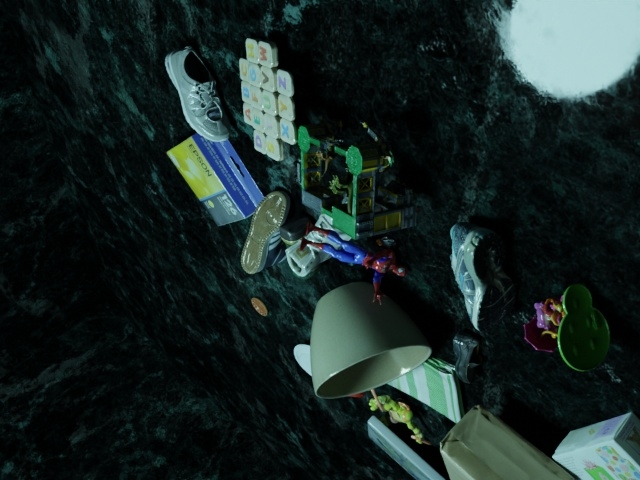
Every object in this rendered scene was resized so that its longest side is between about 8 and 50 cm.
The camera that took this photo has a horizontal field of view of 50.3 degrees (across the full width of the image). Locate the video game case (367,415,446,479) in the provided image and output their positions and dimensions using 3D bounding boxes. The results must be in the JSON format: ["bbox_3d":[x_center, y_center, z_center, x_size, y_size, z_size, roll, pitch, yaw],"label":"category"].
[{"bbox_3d":[0.293,0.740,2.308,0.329,0.036,0.300,39,164,20],"label":"video game case"}]

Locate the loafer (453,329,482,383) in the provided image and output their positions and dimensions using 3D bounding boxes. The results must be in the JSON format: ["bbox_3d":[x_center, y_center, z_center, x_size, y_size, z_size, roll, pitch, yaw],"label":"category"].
[{"bbox_3d":[0.380,0.306,1.736,0.061,0.062,0.170,17,138,39],"label":"loafer"}]

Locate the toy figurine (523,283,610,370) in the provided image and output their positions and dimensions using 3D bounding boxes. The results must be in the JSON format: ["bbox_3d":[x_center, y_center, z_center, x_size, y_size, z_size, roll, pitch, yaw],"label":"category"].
[{"bbox_3d":[0.483,0.172,1.404,0.159,0.130,0.173,-5,98,67],"label":"toy figurine"}]

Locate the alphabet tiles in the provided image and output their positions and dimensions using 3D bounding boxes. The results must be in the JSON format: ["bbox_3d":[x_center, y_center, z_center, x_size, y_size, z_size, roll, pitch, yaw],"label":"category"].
[{"bbox_3d":[-0.134,-0.341,1.651,0.278,0.021,0.284,35,135,52],"label":"alphabet tiles"}]

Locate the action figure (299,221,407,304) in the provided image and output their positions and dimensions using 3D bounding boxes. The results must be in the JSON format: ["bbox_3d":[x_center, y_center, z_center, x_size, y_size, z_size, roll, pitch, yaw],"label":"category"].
[{"bbox_3d":[0.086,0.058,1.705,0.280,0.139,0.091,17,129,-7],"label":"action figure"}]

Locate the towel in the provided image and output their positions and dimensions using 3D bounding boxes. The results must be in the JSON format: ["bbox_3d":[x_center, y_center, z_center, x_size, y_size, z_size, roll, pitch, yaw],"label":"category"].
[{"bbox_3d":[0.278,0.400,2.011,0.325,0.038,0.248,21,140,42],"label":"towel"}]

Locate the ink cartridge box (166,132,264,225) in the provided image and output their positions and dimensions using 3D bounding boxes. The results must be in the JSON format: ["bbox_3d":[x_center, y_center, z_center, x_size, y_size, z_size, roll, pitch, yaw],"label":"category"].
[{"bbox_3d":[-0.330,-0.197,2.152,0.303,0.072,0.307,58,152,-12],"label":"ink cartridge box"}]

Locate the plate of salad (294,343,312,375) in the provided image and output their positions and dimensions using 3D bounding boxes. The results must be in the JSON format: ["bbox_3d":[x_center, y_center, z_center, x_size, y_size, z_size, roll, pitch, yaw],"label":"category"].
[{"bbox_3d":[-0.008,0.440,2.453,0.200,0.048,0.200,25,142,21],"label":"plate of salad"}]

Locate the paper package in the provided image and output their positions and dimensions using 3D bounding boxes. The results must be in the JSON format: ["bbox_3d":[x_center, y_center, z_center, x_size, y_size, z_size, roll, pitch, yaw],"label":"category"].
[{"bbox_3d":[0.481,0.618,1.746,0.309,0.168,0.325,37,163,33],"label":"paper package"}]

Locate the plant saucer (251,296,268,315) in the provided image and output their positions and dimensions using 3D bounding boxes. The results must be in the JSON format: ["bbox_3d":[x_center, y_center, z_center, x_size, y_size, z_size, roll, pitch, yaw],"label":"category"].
[{"bbox_3d":[-0.228,0.248,2.575,0.083,0.013,0.083,34,147,26],"label":"plant saucer"}]

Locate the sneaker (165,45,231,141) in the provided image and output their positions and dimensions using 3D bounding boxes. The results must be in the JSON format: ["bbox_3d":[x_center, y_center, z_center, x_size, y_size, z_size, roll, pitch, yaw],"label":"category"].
[{"bbox_3d":[-0.330,-0.400,1.875,0.115,0.105,0.281,-7,117,57],"label":"sneaker"}]

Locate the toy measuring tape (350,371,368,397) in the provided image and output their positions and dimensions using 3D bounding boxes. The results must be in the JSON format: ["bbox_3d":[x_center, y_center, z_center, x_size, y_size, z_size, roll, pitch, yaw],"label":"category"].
[{"bbox_3d":[0.102,0.434,2.129,0.121,0.121,0.330,44,175,13],"label":"toy measuring tape"}]

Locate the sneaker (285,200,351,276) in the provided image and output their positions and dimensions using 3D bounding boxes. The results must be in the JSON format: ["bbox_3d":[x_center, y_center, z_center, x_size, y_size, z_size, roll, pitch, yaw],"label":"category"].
[{"bbox_3d":[0.000,0.000,1.808,0.108,0.169,0.292,45,149,14],"label":"sneaker"}]

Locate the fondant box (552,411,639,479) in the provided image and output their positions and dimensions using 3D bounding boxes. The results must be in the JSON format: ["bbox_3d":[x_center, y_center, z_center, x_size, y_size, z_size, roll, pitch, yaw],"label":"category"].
[{"bbox_3d":[0.717,0.555,1.509,0.330,0.096,0.238,45,151,8],"label":"fondant box"}]

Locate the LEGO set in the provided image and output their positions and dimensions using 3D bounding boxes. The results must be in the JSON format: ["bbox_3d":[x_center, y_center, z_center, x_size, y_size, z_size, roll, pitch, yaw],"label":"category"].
[{"bbox_3d":[0.096,-0.149,1.540,0.331,0.192,0.255,22,120,58],"label":"LEGO set"}]

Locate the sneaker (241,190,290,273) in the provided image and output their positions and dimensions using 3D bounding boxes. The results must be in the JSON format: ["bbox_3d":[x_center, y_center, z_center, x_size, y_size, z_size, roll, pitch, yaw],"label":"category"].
[{"bbox_3d":[-0.131,-0.033,2.050,0.099,0.153,0.282,39,119,25],"label":"sneaker"}]

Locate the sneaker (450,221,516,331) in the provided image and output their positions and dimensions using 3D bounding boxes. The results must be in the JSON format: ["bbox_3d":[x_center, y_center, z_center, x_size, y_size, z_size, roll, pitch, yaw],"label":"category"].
[{"bbox_3d":[0.348,0.075,1.499,0.122,0.110,0.283,44,153,51],"label":"sneaker"}]

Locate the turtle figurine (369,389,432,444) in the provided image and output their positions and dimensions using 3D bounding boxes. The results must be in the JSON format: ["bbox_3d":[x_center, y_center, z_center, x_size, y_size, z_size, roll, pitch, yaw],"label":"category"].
[{"bbox_3d":[0.236,0.543,2.181,0.269,0.087,0.217,41,162,-10],"label":"turtle figurine"}]

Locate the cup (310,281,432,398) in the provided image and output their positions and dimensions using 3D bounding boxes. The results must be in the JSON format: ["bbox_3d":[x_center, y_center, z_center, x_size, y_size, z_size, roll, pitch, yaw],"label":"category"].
[{"bbox_3d":[0.104,0.254,1.852,0.331,0.331,0.237,111,143,-58],"label":"cup"}]

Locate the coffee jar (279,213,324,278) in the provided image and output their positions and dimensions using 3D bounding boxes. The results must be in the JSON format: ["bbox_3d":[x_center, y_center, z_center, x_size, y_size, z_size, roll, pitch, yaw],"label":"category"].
[{"bbox_3d":[-0.055,0.017,1.977,0.079,0.096,0.184,27,144,43],"label":"coffee jar"}]

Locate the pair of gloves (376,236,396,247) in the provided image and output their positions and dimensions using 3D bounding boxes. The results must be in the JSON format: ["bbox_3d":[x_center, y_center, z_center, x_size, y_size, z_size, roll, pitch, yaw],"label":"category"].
[{"bbox_3d":[0.156,-0.015,1.731,0.074,0.010,0.083,-1,123,55],"label":"pair of gloves"}]
